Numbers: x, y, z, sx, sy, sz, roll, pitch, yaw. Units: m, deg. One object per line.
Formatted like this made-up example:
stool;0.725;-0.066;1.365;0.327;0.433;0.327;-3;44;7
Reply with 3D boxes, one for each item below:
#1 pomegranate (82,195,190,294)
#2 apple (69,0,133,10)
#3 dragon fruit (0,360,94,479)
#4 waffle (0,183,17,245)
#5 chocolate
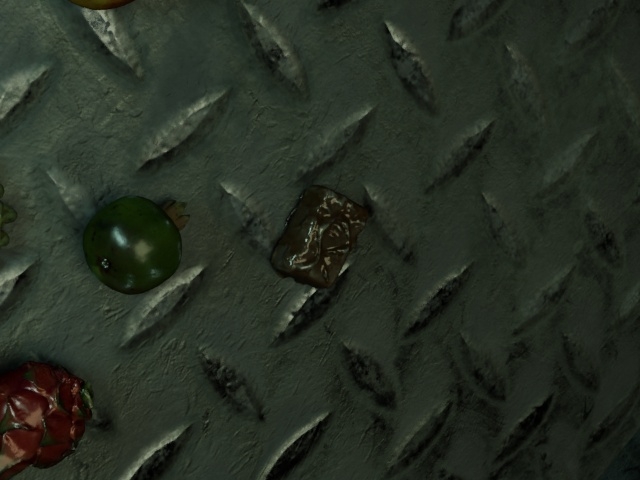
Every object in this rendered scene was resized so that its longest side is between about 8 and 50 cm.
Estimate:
pomegranate;-0.330;-0.005;1.741;0.225;0.187;0.187;-43;124;-45
apple;-0.367;-0.511;1.587;0.235;0.173;0.210;-42;125;-7
dragon fruit;-0.529;0.327;1.680;0.274;0.192;0.193;-37;90;-4
waffle;-0.674;-0.031;1.559;0.292;0.056;0.309;-41;127;-14
chocolate;0.000;0.000;1.983;0.148;0.093;0.214;26;88;-32
